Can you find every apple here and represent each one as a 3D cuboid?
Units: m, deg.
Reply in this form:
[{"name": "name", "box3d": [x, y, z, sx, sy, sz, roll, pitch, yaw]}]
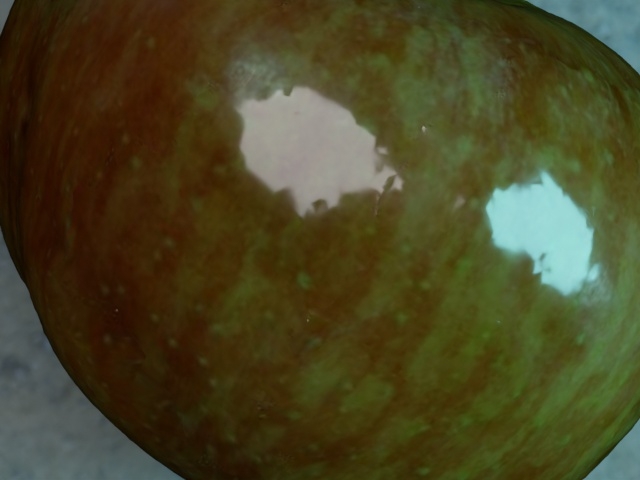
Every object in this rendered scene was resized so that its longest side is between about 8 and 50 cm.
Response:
[{"name": "apple", "box3d": [0.000, 0.000, 0.629, 0.309, 0.277, 0.250, 23, 106, 10]}]
